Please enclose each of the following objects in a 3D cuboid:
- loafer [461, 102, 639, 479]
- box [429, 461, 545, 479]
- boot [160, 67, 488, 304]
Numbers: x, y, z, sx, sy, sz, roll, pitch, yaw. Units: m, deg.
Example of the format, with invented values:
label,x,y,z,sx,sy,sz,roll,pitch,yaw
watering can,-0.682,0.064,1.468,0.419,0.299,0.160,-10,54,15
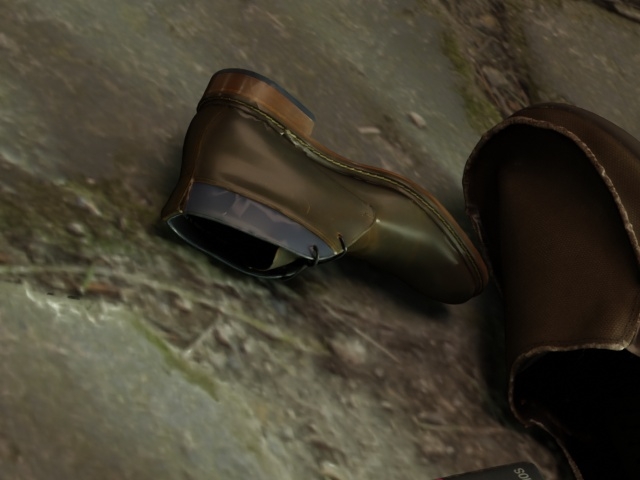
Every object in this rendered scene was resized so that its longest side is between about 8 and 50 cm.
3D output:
label,x,y,z,sx,sy,sz,roll,pitch,yaw
loafer,0.176,0.054,1.235,0.130,0.134,0.366,6,45,-39
box,0.014,0.217,0.887,0.270,0.143,0.165,-5,52,-45
boot,0.000,0.000,1.218,0.219,0.082,0.106,35,57,-14
